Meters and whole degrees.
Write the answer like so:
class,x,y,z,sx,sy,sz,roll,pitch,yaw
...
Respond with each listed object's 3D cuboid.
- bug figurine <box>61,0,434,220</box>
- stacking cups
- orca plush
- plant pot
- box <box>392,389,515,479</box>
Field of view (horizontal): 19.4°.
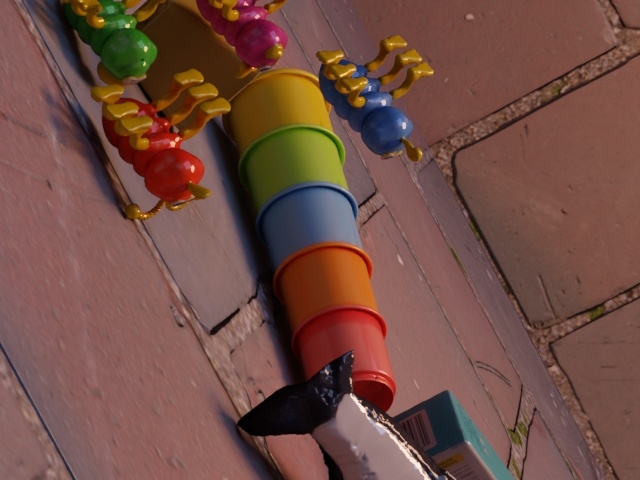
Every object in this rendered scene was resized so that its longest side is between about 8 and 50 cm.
class,x,y,z,sx,sy,sz,roll,pitch,yaw
bug figurine,-0.066,-0.113,1.288,0.279,0.072,0.216,-13,55,-40
stacking cups,0.000,0.000,1.472,0.096,0.096,0.316,50,15,-47
orca plush,0.036,0.209,1.256,0.287,0.102,0.151,46,61,-24
plant pot,-0.103,-0.146,1.414,0.083,0.081,0.081,42,19,-24
box,0.115,0.225,1.443,0.244,0.100,0.060,54,13,-38
